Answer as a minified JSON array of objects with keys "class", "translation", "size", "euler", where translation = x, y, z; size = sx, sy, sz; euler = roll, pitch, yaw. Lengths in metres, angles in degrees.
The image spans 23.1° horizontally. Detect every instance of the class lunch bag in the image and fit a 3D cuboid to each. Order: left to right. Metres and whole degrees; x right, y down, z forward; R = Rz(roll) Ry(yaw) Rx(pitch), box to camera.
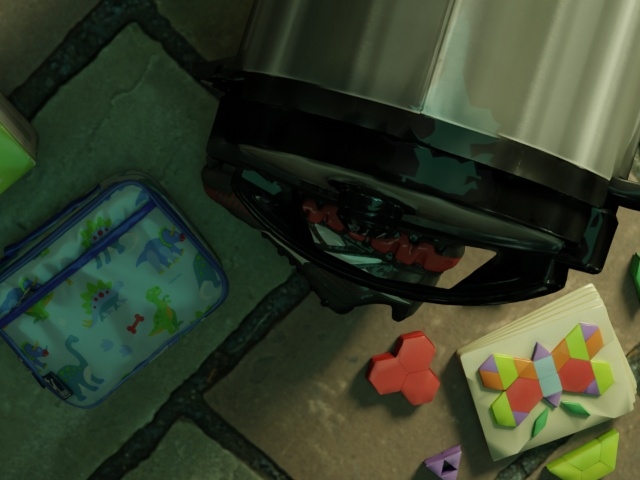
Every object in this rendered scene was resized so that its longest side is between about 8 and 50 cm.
[{"class":"lunch bag","translation":[-0.218,0.046,1.565],"size":[0.219,0.090,0.176],"euler":[-37,106,2]}]

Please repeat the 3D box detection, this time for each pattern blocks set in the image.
[{"class":"pattern blocks set","translation":[0.243,0.146,1.698],"size":[0.325,0.026,0.285],"euler":[-34,109,2]}]

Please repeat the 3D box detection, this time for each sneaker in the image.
[{"class":"sneaker","translation":[0.000,0.000,1.578],"size":[0.276,0.098,0.135],"euler":[21,113,-7]}]

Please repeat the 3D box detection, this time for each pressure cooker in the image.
[{"class":"pressure cooker","translation":[0.107,-0.158,1.375],"size":[0.375,0.370,0.420],"euler":[17,89,-30]}]

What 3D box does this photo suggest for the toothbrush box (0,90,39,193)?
[{"class":"toothbrush box","translation":[-0.439,-0.072,1.478],"size":[0.283,0.122,0.206],"euler":[-38,108,5]}]
